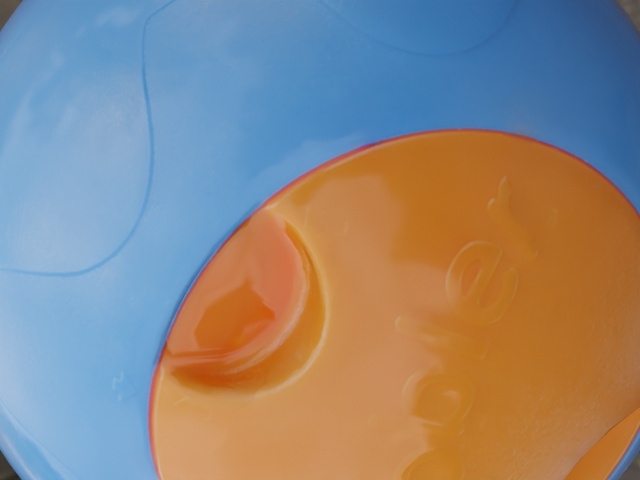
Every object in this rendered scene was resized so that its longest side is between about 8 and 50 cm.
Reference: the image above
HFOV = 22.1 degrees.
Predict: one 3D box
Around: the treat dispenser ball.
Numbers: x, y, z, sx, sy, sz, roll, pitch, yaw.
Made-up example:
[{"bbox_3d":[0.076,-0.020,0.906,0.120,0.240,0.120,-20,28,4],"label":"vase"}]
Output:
[{"bbox_3d":[0.000,0.000,0.633,0.288,0.288,0.288,37,138,43],"label":"treat dispenser ball"}]
